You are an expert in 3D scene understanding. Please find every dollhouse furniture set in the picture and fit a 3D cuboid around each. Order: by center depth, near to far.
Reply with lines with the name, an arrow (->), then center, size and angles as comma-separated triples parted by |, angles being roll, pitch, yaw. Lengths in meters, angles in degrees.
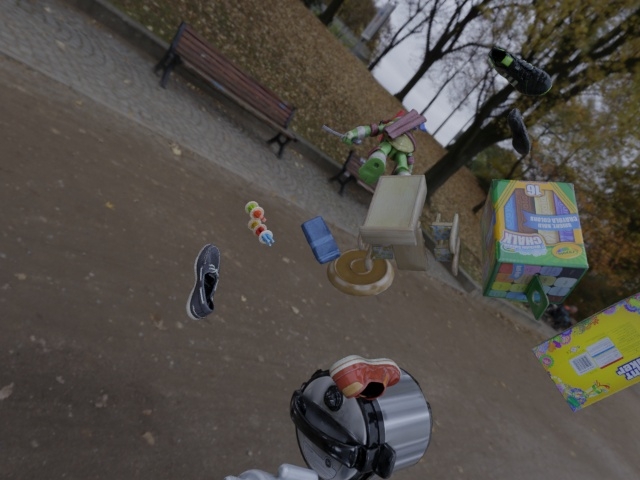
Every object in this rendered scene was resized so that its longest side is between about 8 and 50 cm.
dollhouse furniture set -> 0.180, 0.003, 0.972 | 0.242, 0.212, 0.161 | 67, 35, -43

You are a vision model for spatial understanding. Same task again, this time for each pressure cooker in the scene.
pressure cooker -> 0.114, 0.600, 1.485 | 0.420, 0.370, 0.375 | 10, 54, -43

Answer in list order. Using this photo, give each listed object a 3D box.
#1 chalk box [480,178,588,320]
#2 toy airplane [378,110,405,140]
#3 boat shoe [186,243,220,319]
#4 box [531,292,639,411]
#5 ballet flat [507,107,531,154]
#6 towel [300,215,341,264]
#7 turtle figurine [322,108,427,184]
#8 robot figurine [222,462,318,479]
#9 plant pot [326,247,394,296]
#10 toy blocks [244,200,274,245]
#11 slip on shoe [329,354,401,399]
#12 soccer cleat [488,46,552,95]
chalk box -> 0.466, 0.030, 1.007 | 0.180, 0.179, 0.289 | 79, 20, -55
toy airplane -> 0.259, -0.390, 1.508 | 0.151, 0.151, 0.028 | 55, 0, 42
boat shoe -> -0.268, 0.094, 1.092 | 0.075, 0.065, 0.206 | 42, 41, -41
box -> 0.755, 0.299, 1.196 | 0.279, 0.290, 0.177 | 24, 35, -59
ballet flat -> 0.615, -0.328, 1.372 | 0.057, 0.049, 0.173 | 14, -27, 42
towel -> 0.000, 0.000, 1.157 | 0.119, 0.067, 0.029 | 64, -19, 12
turtle figurine -> 0.145, -0.192, 1.127 | 0.266, 0.275, 0.198 | -76, 149, -51
robot figurine -> -0.123, 0.732, 1.175 | 0.353, 0.300, 0.200 | 39, -7, -32
plant pot -> 0.139, 0.099, 1.557 | 0.236, 0.032, 0.236 | -1, 41, 1
toy blocks -> -0.208, -0.055, 1.562 | 0.054, 0.123, 0.148 | -21, 38, -22
slip on shoe -> 0.138, 0.387, 1.228 | 0.331, 0.123, 0.101 | 30, 28, -55
soccer cleat -> 0.440, -0.379, 1.001 | 0.072, 0.060, 0.179 | 20, 28, -39
